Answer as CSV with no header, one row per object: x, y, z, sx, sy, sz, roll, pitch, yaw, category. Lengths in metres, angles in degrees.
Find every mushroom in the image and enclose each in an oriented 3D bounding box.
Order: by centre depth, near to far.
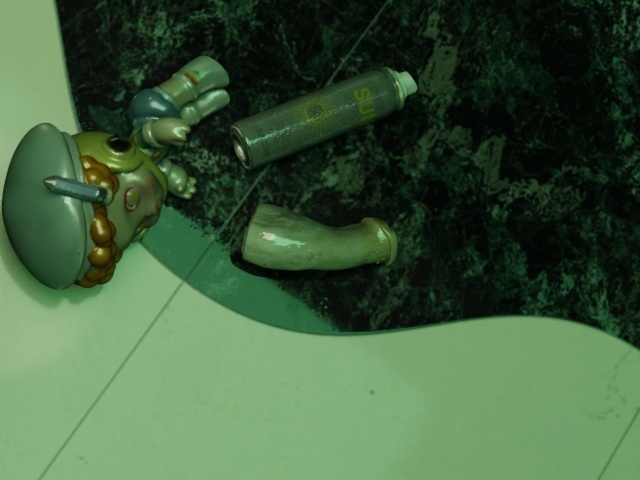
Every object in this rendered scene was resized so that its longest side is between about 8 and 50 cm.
0.002,0.003,1.907,0.223,0.092,0.081,4,123,-11,mushroom

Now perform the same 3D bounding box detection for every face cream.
0.009,-0.182,1.945,0.283,0.073,0.073,-23,87,-18,face cream

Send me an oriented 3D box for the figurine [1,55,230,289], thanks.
-0.275,-0.099,1.828,0.205,0.224,0.382,33,47,15,figurine
